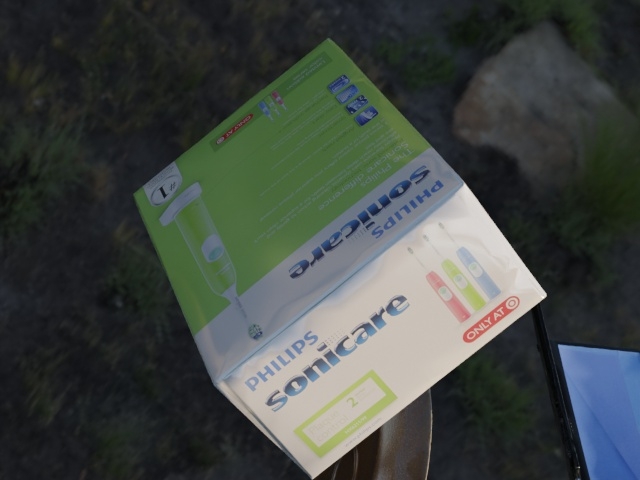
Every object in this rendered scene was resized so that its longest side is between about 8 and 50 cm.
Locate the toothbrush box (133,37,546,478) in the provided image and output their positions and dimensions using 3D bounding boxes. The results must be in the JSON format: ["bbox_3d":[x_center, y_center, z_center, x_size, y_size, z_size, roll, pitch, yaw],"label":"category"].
[{"bbox_3d":[0.000,0.000,0.989,0.122,0.206,0.283,49,3,-32],"label":"toothbrush box"}]

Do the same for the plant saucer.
[{"bbox_3d":[0.044,0.271,1.498,0.050,0.310,0.310,16,47,-13],"label":"plant saucer"}]

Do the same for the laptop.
[{"bbox_3d":[0.333,0.186,1.544,0.137,0.264,0.234,-13,58,6],"label":"laptop"}]
